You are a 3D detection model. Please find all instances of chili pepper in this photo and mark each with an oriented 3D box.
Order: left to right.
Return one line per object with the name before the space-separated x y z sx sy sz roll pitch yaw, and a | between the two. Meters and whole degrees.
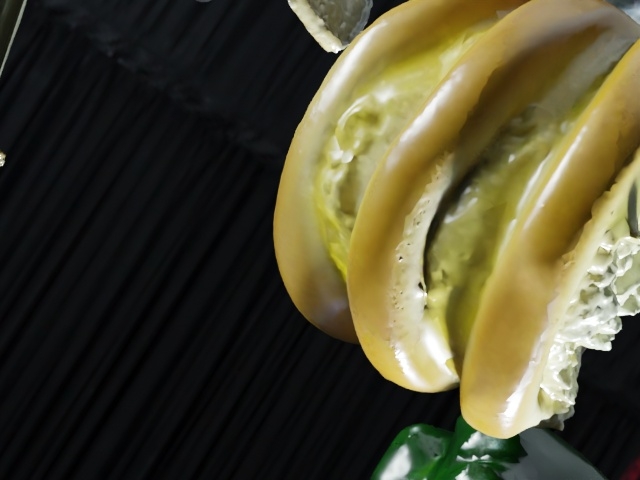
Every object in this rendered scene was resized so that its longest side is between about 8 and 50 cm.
chili pepper | 0.151 0.273 1.060 0.256 0.233 0.248 55 -157 -15

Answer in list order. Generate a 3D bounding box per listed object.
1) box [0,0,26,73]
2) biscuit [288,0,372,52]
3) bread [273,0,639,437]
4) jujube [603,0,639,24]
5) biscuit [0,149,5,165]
box | -0.407 -0.258 1.411 0.155 0.231 0.149 19 -173 -19
biscuit | -0.001 -0.298 1.207 0.040 0.265 0.188 -20 167 35
bread | 0.111 -0.025 0.877 0.270 0.315 0.211 29 -155 9
jujube | 0.274 -0.221 1.319 0.247 0.215 0.308 1 155 -11
biscuit | -0.365 -0.147 1.129 0.237 0.026 0.131 42 179 41
